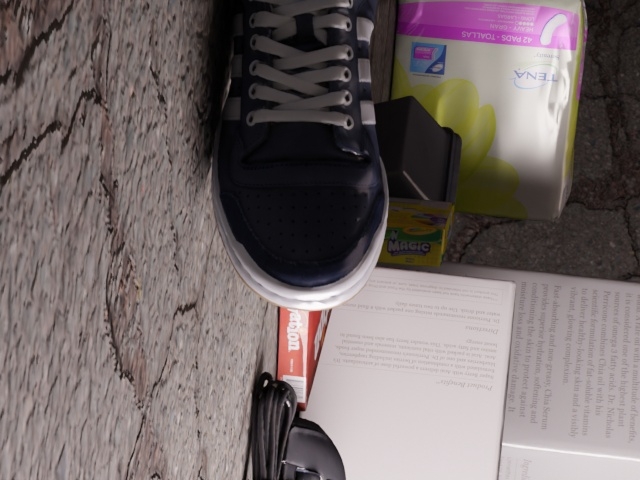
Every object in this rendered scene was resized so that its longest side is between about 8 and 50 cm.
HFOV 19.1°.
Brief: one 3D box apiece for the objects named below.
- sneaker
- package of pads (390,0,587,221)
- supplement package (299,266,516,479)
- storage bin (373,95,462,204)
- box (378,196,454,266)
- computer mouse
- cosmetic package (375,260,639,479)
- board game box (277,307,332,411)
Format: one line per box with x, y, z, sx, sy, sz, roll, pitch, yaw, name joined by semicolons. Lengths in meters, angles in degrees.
-0.007;-0.111;1.035;0.153;0.099;0.282;96;-3;-55;sneaker
0.201;-0.177;2.299;0.101;0.229;0.296;-65;160;-72;package of pads
0.070;0.192;1.677;0.175;0.178;0.292;84;14;-65;supplement package
0.082;-0.082;2.003;0.091;0.098;0.135;50;40;-42;storage bin
0.074;-0.009;1.865;0.179;0.105;0.043;-49;143;-78;box
-0.018;0.218;1.435;0.262;0.060;0.184;78;18;-70;computer mouse
0.244;0.166;1.975;0.161;0.453;0.230;88;11;-51;cosmetic package
0.000;0.000;1.556;0.281;0.027;0.145;-75;170;-57;board game box
